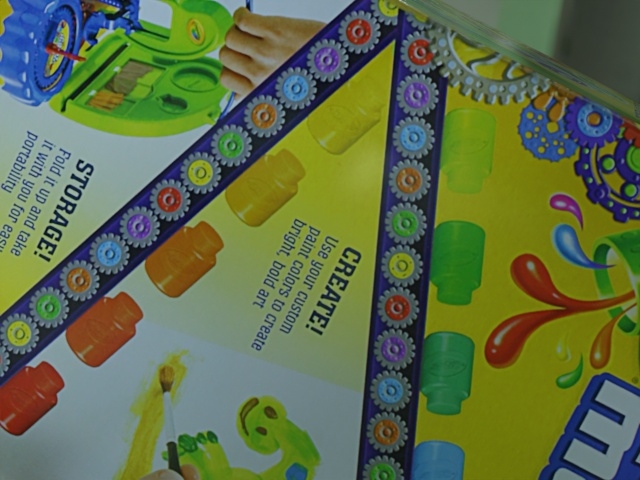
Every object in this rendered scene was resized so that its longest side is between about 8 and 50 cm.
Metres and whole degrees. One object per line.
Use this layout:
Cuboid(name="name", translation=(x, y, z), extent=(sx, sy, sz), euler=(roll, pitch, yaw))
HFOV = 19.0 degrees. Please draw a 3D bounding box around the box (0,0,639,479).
Cuboid(name="box", translation=(0.000, 0.000, 0.643), extent=(0.177, 0.279, 0.290), euler=(-63, -4, 9))
